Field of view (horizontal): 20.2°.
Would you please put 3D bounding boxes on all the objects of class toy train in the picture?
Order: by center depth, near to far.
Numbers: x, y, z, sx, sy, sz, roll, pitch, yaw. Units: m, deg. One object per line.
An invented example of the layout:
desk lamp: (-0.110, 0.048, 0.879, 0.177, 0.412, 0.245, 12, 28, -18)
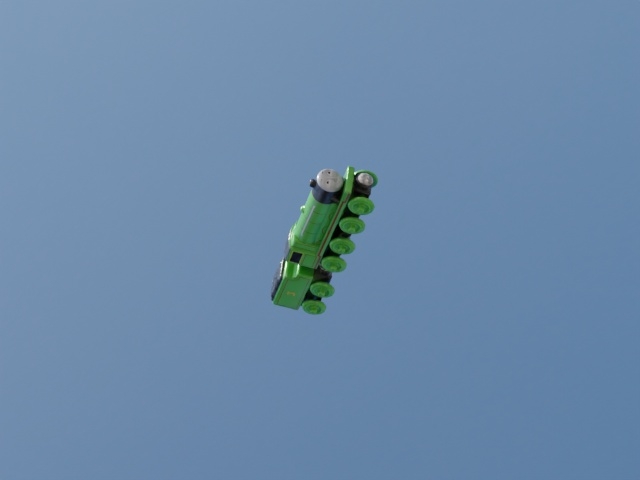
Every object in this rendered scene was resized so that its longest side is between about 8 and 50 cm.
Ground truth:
toy train: (0.000, 0.000, 0.647, 0.023, 0.083, 0.017, 14, -127, -7)
